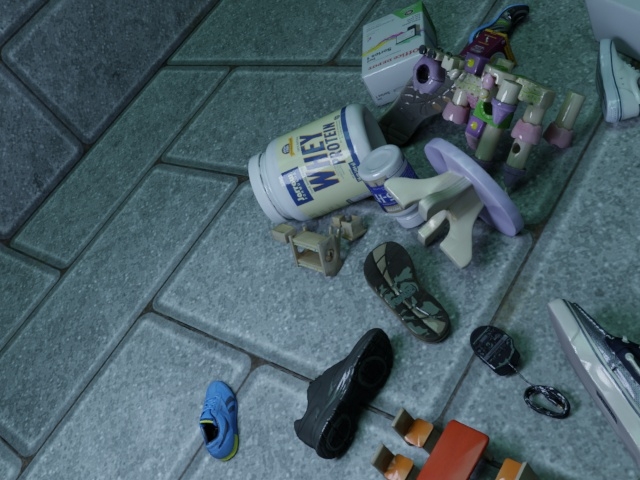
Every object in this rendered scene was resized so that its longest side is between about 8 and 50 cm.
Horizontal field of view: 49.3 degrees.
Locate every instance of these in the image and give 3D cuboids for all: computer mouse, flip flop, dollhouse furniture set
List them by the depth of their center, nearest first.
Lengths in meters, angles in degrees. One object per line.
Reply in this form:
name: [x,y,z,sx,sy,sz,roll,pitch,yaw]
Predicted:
dollhouse furniture set: [0.189,0.422,1.158,0.262,0.135,0.259,15,62,43]
computer mouse: [0.365,0.241,1.284,0.071,0.041,0.242,-46,47,4]
flip flop: [0.186,0.116,1.506,0.112,0.080,0.277,-34,55,-3]
dollhouse furniture set: [0.000,0.000,1.758,0.161,0.101,0.181,-32,32,-33]

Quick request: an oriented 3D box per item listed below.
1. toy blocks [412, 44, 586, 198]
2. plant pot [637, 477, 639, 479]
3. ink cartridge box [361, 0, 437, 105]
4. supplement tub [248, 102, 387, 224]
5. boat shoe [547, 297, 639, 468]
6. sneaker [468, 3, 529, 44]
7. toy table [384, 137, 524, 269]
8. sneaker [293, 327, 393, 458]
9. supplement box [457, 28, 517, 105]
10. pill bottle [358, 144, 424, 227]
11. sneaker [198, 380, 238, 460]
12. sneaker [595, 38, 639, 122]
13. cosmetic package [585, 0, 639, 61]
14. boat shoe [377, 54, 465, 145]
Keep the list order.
toy blocks: [0.374,-0.264,1.589,0.288,0.308,0.260,44,126,42]
plant pot: [0.516,0.381,0.893,0.293,0.275,0.274,-40,37,-28]
ink cartridge box: [0.234,-0.554,2.059,0.201,0.117,0.278,-17,45,23]
supplement tub: [0.003,-0.189,1.794,0.324,0.235,0.236,-21,43,19]
boat shoe: [0.519,0.210,1.145,0.158,0.127,0.341,-26,49,4]
sneaker: [0.507,-0.588,1.946,0.188,0.067,0.078,-35,61,0]
toy table: [0.279,-0.077,1.498,0.161,0.252,0.274,-40,61,-6]
sneaker: [0.040,0.294,1.420,0.130,0.109,0.286,10,57,49]
supplement box: [0.416,-0.454,1.843,0.188,0.104,0.081,-43,41,-6]
pill bottle: [0.179,-0.121,1.630,0.112,0.187,0.112,-27,33,19]
sneaker: [-0.232,0.384,1.548,0.069,0.082,0.209,-30,39,12]
sneaker: [0.684,-0.365,1.589,0.091,0.094,0.258,-1,54,12]
cosmetic package: [0.828,-0.500,1.541,0.230,0.161,0.453,-36,39,2]
boat shoe: [0.264,-0.376,1.806,0.324,0.123,0.116,-36,15,45]
